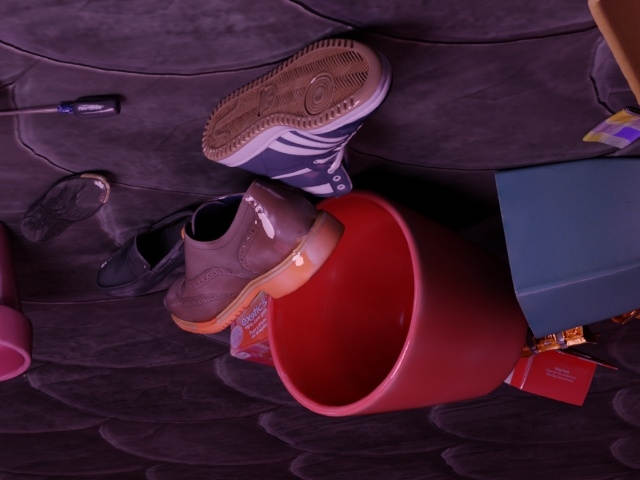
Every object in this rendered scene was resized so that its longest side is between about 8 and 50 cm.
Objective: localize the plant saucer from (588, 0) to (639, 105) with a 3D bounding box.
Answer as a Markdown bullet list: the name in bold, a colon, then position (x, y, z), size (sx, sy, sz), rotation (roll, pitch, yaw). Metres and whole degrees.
- **plant saucer**: position (0.449, -0.222, 1.517), size (0.332, 0.081, 0.333), rotation (-11, 156, 20)

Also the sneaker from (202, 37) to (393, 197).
- **sneaker**: position (0.015, -0.124, 1.693), size (0.153, 0.099, 0.282), rotation (22, 155, -34)

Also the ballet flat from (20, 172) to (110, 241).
- **ballet flat**: position (-0.310, -0.046, 1.951), size (0.173, 0.049, 0.057), rotation (-26, 102, 44)

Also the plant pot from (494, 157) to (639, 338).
- **plant pot**: position (0.351, -0.003, 1.935), size (0.234, 0.166, 0.166), rotation (-12, 155, 12)

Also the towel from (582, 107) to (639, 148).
- **towel**: position (0.347, -0.128, 1.822), size (0.060, 0.009, 0.083), rotation (11, 154, -29)

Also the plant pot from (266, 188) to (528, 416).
- **plant pot**: position (0.110, 0.090, 1.982), size (0.243, 0.275, 0.275), rotation (12, 154, -41)

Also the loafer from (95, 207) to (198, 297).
- **loafer**: position (-0.214, 0.011, 2.042), size (0.223, 0.076, 0.078), rotation (-25, 147, 33)

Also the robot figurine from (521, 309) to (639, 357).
- **robot figurine**: position (0.340, 0.095, 2.145), size (0.211, 0.085, 0.291), rotation (-15, 179, 30)

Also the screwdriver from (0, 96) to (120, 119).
- **screwdriver**: position (-0.300, -0.145, 1.742), size (0.169, 0.024, 0.025), rotation (1, 128, 10)

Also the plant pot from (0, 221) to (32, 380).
- **plant pot**: position (-0.464, 0.069, 2.024), size (0.201, 0.180, 0.201), rotation (-1, 157, 0)

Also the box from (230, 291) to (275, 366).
- **box**: position (0.008, 0.112, 2.219), size (0.256, 0.128, 0.122), rotation (18, 150, -37)

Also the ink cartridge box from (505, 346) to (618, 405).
- **ink cartridge box**: position (0.302, 0.174, 2.313), size (0.134, 0.078, 0.231), rotation (17, -177, -36)

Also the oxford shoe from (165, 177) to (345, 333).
- **oxford shoe**: position (-0.109, 0.010, 1.891), size (0.132, 0.130, 0.363), rotation (40, 147, -13)
